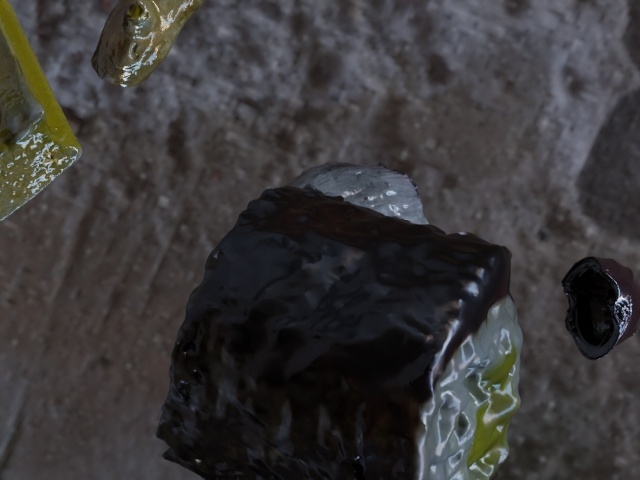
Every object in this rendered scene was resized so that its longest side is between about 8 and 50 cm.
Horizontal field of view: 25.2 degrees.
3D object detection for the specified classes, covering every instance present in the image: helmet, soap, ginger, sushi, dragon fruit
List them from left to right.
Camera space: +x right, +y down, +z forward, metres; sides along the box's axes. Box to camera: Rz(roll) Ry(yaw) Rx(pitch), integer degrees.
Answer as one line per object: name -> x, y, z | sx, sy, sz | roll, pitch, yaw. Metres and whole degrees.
soap -> -0.393, -0.149, 1.565 | 0.199, 0.315, 0.091 | -40, 139, 7
ginger -> -0.087, -0.250, 1.154 | 0.299, 0.065, 0.118 | -58, 176, -5
dragon fruit -> 0.000, 0.000, 2.011 | 0.221, 0.283, 0.204 | -10, 110, -35
sushi -> 0.030, 0.115, 1.356 | 0.281, 0.294, 0.300 | -28, 133, -58
helmet -> 0.343, 0.078, 1.706 | 0.098, 0.070, 0.123 | -25, -108, 59
